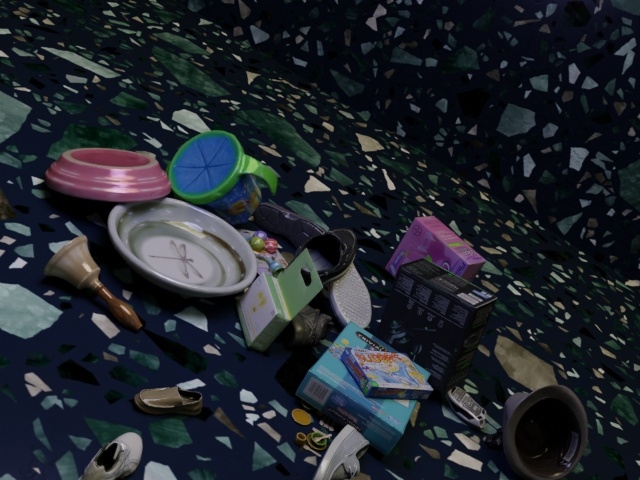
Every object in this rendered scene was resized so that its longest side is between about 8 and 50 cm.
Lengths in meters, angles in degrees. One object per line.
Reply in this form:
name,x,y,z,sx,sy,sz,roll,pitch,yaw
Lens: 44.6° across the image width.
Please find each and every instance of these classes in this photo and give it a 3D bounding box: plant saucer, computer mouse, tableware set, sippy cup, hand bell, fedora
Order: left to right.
hand bell,-0.494,0.115,1.771,0.242,0.126,0.126,43,27,3
plant saucer,-0.568,-0.185,2.104,0.332,0.084,0.332,7,16,-2
plant saucer,-0.363,0.037,2.010,0.400,0.100,0.400,23,26,-12
sippy cup,-0.286,-0.162,2.268,0.305,0.240,0.224,37,-9,36
tableware set,-0.019,0.413,1.756,0.104,0.024,0.154,30,27,3
computer mouse,0.406,0.463,2.060,0.193,0.042,0.106,42,33,14
fedora,0.548,0.476,1.987,0.275,0.244,0.124,52,-10,-20

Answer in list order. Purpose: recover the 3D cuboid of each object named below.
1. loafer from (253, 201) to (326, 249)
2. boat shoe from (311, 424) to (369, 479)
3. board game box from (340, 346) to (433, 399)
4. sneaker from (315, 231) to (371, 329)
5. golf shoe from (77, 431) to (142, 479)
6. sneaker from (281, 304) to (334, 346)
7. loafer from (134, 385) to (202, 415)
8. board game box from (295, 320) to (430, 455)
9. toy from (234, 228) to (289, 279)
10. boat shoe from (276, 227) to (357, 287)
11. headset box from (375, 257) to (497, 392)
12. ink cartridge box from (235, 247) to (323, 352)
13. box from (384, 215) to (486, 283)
loafer,-0.064,-0.037,2.432,0.302,0.109,0.095,30,22,10
boat shoe,0.049,0.469,1.658,0.081,0.079,0.227,30,23,12
board game box,0.160,0.320,1.876,0.201,0.035,0.136,11,28,-38
sneaker,0.047,0.139,2.211,0.126,0.127,0.321,6,50,-30
golf shoe,-0.363,0.387,1.400,0.069,0.086,0.176,29,25,4
sneaker,-0.047,0.194,2.056,0.130,0.087,0.227,14,33,-30
loafer,-0.309,0.324,1.604,0.148,0.050,0.056,11,31,-32
board game box,0.114,0.350,1.912,0.254,0.079,0.336,33,22,8
toy,-0.163,0.022,2.279,0.137,0.056,0.237,7,33,-39
boat shoe,0.012,0.034,2.103,0.127,0.113,0.340,45,42,15
headset box,0.298,0.231,2.090,0.246,0.283,0.131,29,25,31
ink cartridge box,-0.107,0.137,1.925,0.056,0.235,0.171,28,22,-33
box,0.366,0.078,2.512,0.243,0.213,0.117,44,30,27
